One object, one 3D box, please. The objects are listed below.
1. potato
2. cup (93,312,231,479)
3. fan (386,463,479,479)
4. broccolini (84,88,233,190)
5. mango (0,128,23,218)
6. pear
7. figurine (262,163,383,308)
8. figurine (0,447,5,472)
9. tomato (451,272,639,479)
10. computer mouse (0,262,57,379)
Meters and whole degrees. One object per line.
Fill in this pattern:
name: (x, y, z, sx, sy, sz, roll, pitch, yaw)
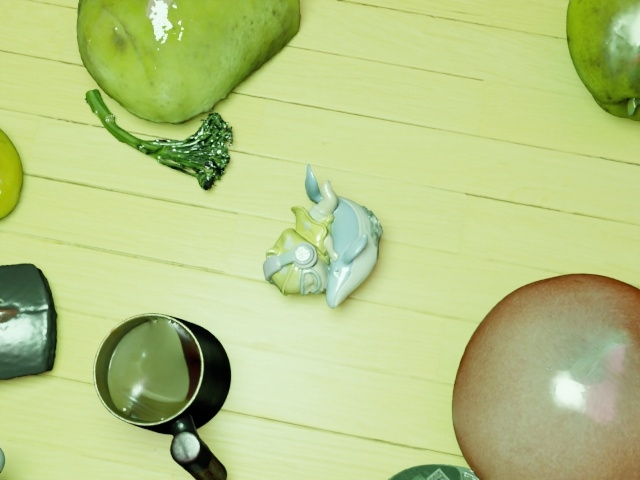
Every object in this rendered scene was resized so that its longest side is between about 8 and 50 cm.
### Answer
potato: (-0.230, -0.347, 1.078, 0.330, 0.213, 0.280, 23, 66, 6)
cup: (-0.184, 0.201, 0.976, 0.239, 0.177, 0.166, 38, 78, 9)
fan: (0.185, 0.372, 0.994, 0.223, 0.012, 0.294, 17, 57, 18)
broccolini: (-0.251, -0.189, 1.143, 0.271, 0.062, 0.123, 31, 67, 10)
mango: (-0.529, -0.122, 1.109, 0.191, 0.085, 0.122, 42, 69, 0)
pear: (0.500, -0.332, 1.076, 0.269, 0.269, 0.321, 21, 77, 5)
figurine: (0.000, 0.000, 1.059, 0.184, 0.128, 0.208, -15, 68, -1)
figurine: (-0.519, 0.338, 0.929, 0.382, 0.186, 0.261, 45, 105, 7)
tomato: (0.323, 0.197, 0.908, 0.321, 0.321, 0.321, 0, 76, 0)
computer mouse: (-0.518, 0.128, 1.034, 0.269, 0.100, 0.170, -11, 78, -3)
